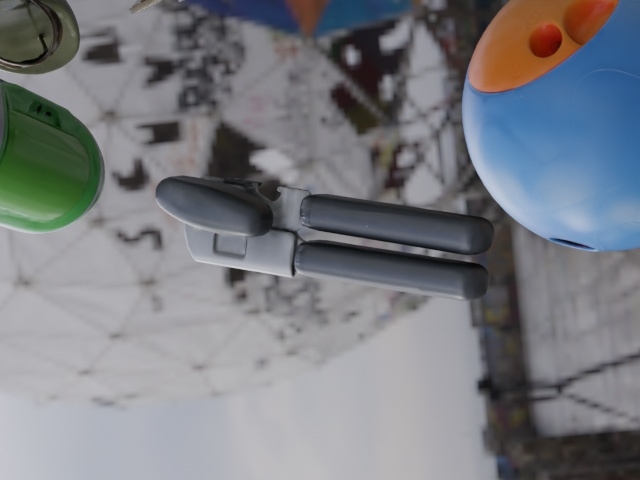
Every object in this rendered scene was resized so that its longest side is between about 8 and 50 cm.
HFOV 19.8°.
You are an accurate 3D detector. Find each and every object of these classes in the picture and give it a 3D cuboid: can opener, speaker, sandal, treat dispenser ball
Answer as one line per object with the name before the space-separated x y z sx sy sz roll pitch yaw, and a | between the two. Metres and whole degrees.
can opener | 0.000 0.000 1.464 0.093 0.280 0.074 -11 -71 -65
speaker | -0.297 -0.081 1.657 0.296 0.131 0.131 26 -122 -75
sandal | -0.336 -0.232 1.975 0.086 0.120 0.303 61 -178 15
treat dispenser ball | 0.284 -0.133 1.816 0.288 0.288 0.288 -5 -90 -86

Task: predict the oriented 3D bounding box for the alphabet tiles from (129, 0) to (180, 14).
alphabet tiles | -0.067 -0.281 1.715 0.009 0.237 0.198 57 -147 -19
